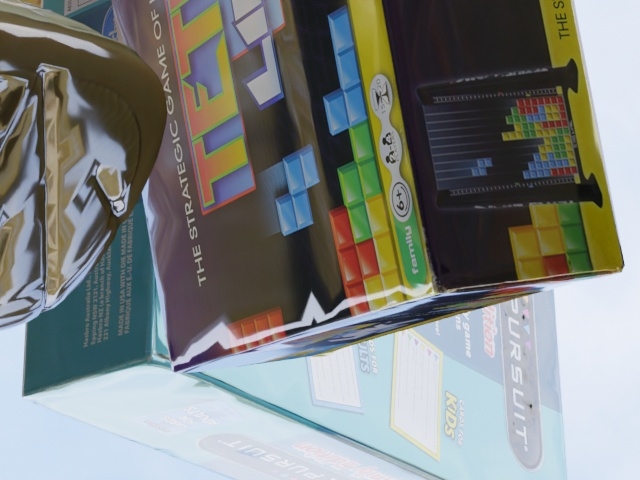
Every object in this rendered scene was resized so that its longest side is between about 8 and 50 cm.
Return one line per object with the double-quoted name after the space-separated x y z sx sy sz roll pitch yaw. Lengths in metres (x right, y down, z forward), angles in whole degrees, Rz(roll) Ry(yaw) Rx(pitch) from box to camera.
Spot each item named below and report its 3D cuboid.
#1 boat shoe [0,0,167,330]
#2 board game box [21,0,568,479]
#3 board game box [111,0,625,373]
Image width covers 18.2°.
-0.111 -0.032 0.299 0.073 0.223 0.080 31 -82 29 "boat shoe"
0.000 0.000 0.998 0.079 0.253 0.336 -18 -31 33 "board game box"
-0.003 -0.062 0.452 0.048 0.141 0.170 -6 -98 -27 "board game box"
